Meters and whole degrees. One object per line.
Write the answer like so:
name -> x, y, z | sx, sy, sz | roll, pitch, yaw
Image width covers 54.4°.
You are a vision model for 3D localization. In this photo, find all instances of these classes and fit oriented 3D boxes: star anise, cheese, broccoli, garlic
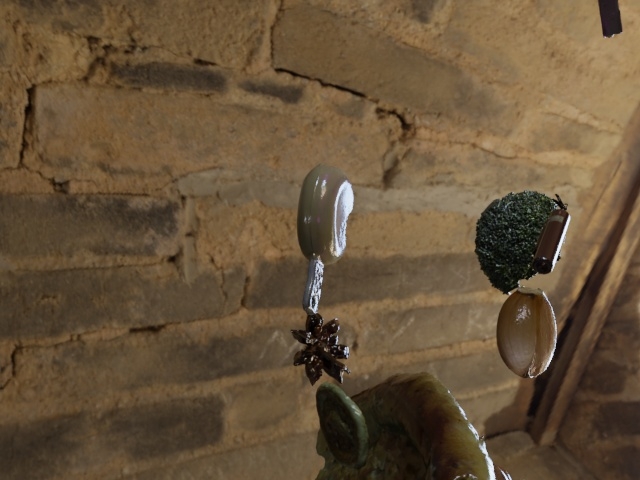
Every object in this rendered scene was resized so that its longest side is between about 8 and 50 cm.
star anise -> -0.003, 0.216, 1.269 | 0.167, 0.168, 0.057 | 10, -33, -36
cheese -> 0.000, 0.000, 1.168 | 0.163, 0.082, 0.287 | 53, -137, -62
broccoli -> 0.447, 0.002, 1.409 | 0.176, 0.197, 0.227 | -12, -81, -58
garlic -> 0.447, 0.212, 1.335 | 0.115, 0.128, 0.207 | 19, -118, -19

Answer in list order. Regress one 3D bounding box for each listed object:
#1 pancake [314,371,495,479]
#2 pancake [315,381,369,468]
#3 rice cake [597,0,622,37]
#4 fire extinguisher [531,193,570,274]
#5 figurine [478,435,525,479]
pancake -> 0.061, 0.297, 0.779 | 0.066, 0.427, 0.305 | 31, -89, -14
pancake -> 0.024, 0.215, 0.726 | 0.017, 0.108, 0.108 | -15, -59, -29
rice cake -> 0.582, -0.522, 1.276 | 0.047, 0.036, 0.207 | -11, -72, 21
fire extinguisher -> 0.334, -0.004, 0.905 | 0.173, 0.035, 0.049 | -49, -28, -46
figurine -> 0.349, 0.590, 1.521 | 0.277, 0.388, 0.248 | -46, -58, 5
